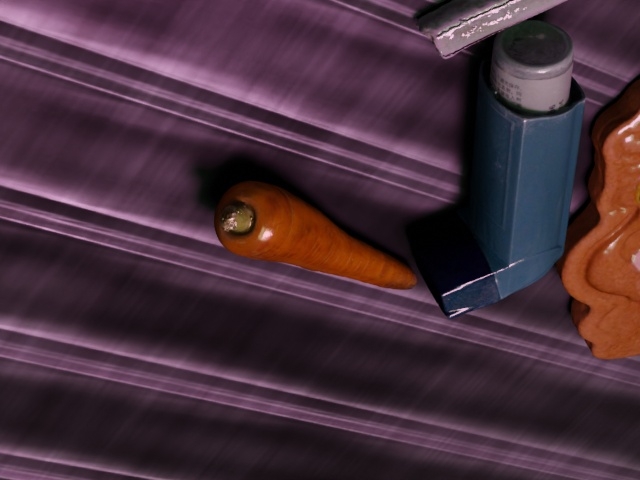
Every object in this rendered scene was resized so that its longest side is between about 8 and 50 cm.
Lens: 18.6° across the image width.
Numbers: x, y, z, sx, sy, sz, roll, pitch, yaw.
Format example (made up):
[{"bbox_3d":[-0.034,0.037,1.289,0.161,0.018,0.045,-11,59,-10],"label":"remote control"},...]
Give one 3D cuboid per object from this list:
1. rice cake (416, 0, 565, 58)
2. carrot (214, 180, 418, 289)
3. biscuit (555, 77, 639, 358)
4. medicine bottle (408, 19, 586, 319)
[{"bbox_3d":[0.171,-0.193,1.464,0.208,0.033,0.033,-25,140,-1],"label":"rice cake"},{"bbox_3d":[0.000,0.000,1.569,0.061,0.061,0.257,-45,147,20],"label":"carrot"},{"bbox_3d":[0.307,-0.017,1.706,0.202,0.047,0.334,-8,136,-20],"label":"biscuit"},{"bbox_3d":[0.145,-0.054,1.559,0.124,0.079,0.258,-12,137,-15],"label":"medicine bottle"}]
